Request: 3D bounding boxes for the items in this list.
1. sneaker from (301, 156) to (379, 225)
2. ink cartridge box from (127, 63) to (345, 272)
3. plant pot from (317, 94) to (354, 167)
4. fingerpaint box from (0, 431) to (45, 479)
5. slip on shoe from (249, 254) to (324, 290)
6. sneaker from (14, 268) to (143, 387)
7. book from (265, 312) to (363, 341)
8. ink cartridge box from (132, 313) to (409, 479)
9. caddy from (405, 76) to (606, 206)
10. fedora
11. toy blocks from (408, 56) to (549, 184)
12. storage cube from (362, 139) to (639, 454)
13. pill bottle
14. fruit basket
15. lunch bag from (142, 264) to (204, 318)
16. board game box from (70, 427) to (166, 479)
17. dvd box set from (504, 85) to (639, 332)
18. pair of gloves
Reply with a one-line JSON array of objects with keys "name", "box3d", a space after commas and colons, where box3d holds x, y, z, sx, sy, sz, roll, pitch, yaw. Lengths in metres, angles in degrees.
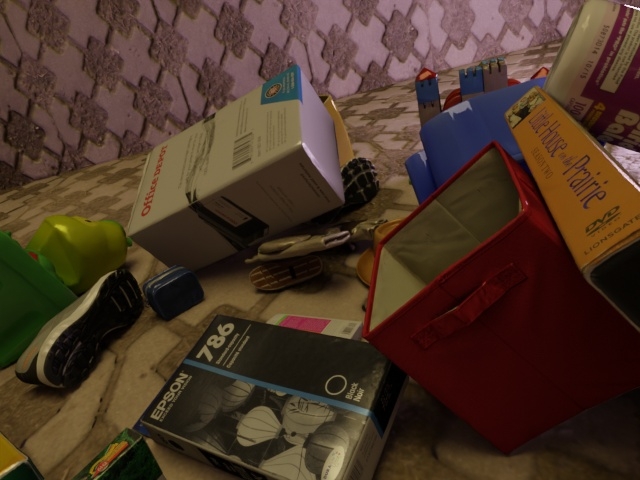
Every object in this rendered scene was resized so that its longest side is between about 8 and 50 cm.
[{"name": "sneaker", "box3d": [0.026, -0.118, 1.106, 0.279, 0.108, 0.118, -29, 15, -37]}, {"name": "ink cartridge box", "box3d": [-0.169, -0.138, 0.959, 0.394, 0.166, 0.286, -23, 44, 19]}, {"name": "plant pot", "box3d": [-0.040, -0.235, 1.228, 0.212, 0.187, 0.212, -52, 35, -10]}, {"name": "fingerpaint box", "box3d": [-0.487, 0.324, 0.374, 0.370, 0.163, 0.444, 7, 32, 37]}, {"name": "slip on shoe", "box3d": [-0.059, 0.057, 0.848, 0.135, 0.052, 0.041, -18, -8, 6]}, {"name": "sneaker", "box3d": [-0.405, 0.137, 0.804, 0.107, 0.100, 0.272, -11, 25, 19]}, {"name": "book", "box3d": [-0.022, 0.140, 0.664, 0.144, 0.035, 0.096, 1, 26, 30]}, {"name": "ink cartridge box", "box3d": [-0.081, 0.177, 0.543, 0.332, 0.065, 0.165, 1, 43, 33]}, {"name": "caddy", "box3d": [0.317, -0.131, 0.824, 0.341, 0.179, 0.241, -19, -16, -8]}, {"name": "fedora", "box3d": [0.145, 0.012, 0.784, 0.194, 0.079, 0.194, -12, 25, 6]}, {"name": "toy blocks", "box3d": [0.378, -0.288, 1.072, 0.380, 0.261, 0.191, -5, 26, 19]}, {"name": "storage cube", "box3d": [0.180, 0.049, 0.472, 0.183, 0.193, 0.215, -45, 10, 27]}, {"name": "pill bottle", "box3d": [0.466, -0.196, 0.625, 0.301, 0.169, 0.169, 23, 37, 14]}, {"name": "fruit basket", "box3d": [-0.585, 0.037, 0.953, 0.391, 0.283, 0.392, -19, 38, 15]}, {"name": "lunch bag", "box3d": [-0.273, 0.094, 0.856, 0.098, 0.067, 0.065, -31, 29, -30]}, {"name": "board game box", "box3d": [-0.214, 0.283, 0.342, 0.030, 0.136, 0.259, 3, 30, 36]}, {"name": "dvd box set", "box3d": [0.333, 0.003, 0.470, 0.062, 0.307, 0.420, -45, 9, 29]}, {"name": "pair of gloves", "box3d": [0.000, 0.000, 0.878, 0.204, 0.042, 0.240, -6, 8, 36]}]
